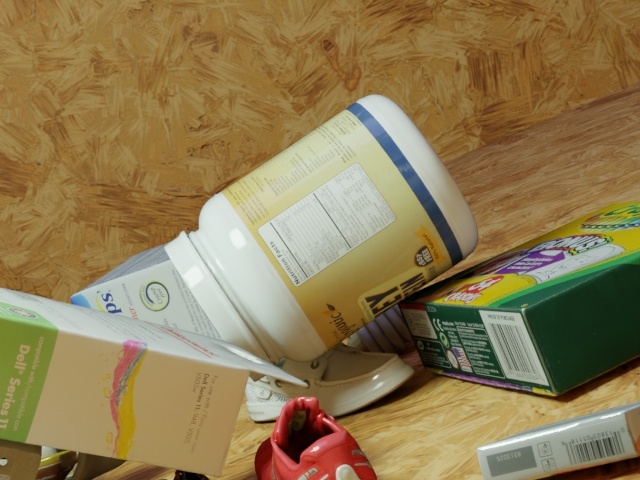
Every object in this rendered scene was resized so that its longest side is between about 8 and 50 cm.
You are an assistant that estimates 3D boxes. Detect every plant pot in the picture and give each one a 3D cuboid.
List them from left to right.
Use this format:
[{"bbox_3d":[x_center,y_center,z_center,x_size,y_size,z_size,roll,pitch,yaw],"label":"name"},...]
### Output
[{"bbox_3d":[-0.331,0.225,1.551,0.109,0.109,0.096,16,1,-29],"label":"plant pot"}]

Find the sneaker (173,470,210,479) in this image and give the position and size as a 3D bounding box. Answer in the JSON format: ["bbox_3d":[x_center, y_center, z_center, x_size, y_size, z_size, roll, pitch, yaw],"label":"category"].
[{"bbox_3d":[-0.128,0.260,1.641,0.061,0.065,0.158,-11,8,-12],"label":"sneaker"}]

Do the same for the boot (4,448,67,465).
[{"bbox_3d":[-0.383,0.307,2.051,0.208,0.076,0.189,-20,-11,-47],"label":"boot"}]

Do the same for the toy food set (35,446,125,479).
[{"bbox_3d":[-0.369,0.252,1.737,0.306,0.092,0.220,-17,-3,6],"label":"toy food set"}]

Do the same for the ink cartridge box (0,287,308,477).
[{"bbox_3d":[-0.214,0.141,1.579,0.353,0.119,0.207,15,2,-31],"label":"ink cartridge box"}]

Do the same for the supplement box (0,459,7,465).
[{"bbox_3d":[-0.459,0.321,2.316,0.098,0.036,0.062,-27,8,-32],"label":"supplement box"}]

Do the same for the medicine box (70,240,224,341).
[{"bbox_3d":[-0.205,0.081,2.507,0.289,0.149,0.263,-19,7,18],"label":"medicine box"}]

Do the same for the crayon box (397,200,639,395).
[{"bbox_3d":[0.297,0.052,1.765,0.313,0.106,0.363,-25,7,-16],"label":"crayon box"}]

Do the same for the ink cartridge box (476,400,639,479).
[{"bbox_3d":[0.239,0.175,1.395,0.145,0.045,0.179,-19,-10,30],"label":"ink cartridge box"}]

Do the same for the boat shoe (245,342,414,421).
[{"bbox_3d":[-0.006,0.159,1.923,0.277,0.096,0.098,-14,10,45],"label":"boat shoe"}]

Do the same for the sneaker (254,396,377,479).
[{"bbox_3d":[-0.006,0.204,1.519,0.107,0.118,0.279,-23,8,-15],"label":"sneaker"}]

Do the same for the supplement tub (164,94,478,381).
[{"bbox_3d":[0.000,0.000,1.843,0.316,0.228,0.228,-34,8,-3],"label":"supplement tub"}]

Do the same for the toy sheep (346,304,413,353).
[{"bbox_3d":[0.089,0.108,2.070,0.132,0.091,0.091,-40,7,2],"label":"toy sheep"}]

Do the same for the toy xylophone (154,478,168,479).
[{"bbox_3d":[-0.284,0.318,1.631,0.236,0.081,0.322,-15,0,-35],"label":"toy xylophone"}]
